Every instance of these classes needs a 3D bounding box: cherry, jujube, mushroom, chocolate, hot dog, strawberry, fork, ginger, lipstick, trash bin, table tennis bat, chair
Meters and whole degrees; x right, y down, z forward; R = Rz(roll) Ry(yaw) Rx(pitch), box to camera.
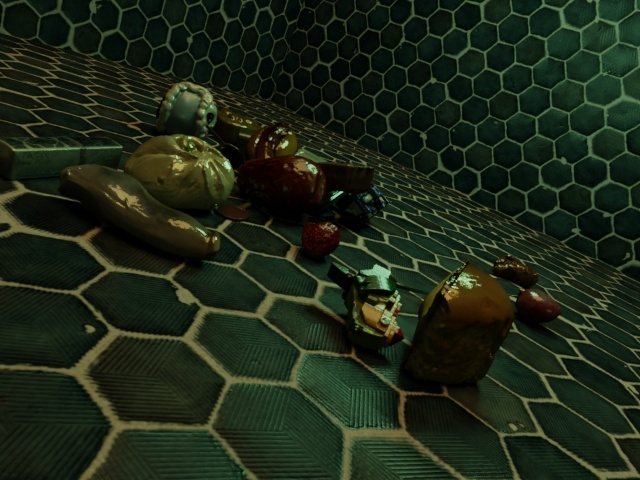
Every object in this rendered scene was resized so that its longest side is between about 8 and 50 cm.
[{"bbox_3d":[0.559,0.165,1.385,0.226,0.090,0.107,22,28,29],"label":"cherry"},{"bbox_3d":[-0.112,-0.165,1.411,0.255,0.189,0.190,17,16,20],"label":"jujube"},{"bbox_3d":[-0.353,-0.053,0.962,0.351,0.097,0.109,29,22,8],"label":"mushroom"},{"bbox_3d":[0.051,-0.193,1.501,0.214,0.093,0.148,15,18,37],"label":"chocolate"},{"bbox_3d":[-0.152,-0.303,1.620,0.194,0.107,0.326,6,39,-6],"label":"hot dog"},{"bbox_3d":[0.000,0.000,1.214,0.106,0.106,0.106,20,19,-7],"label":"strawberry"},{"bbox_3d":[0.271,0.131,1.236,0.235,0.039,0.021,16,15,-7],"label":"fork"},{"bbox_3d":[0.665,0.096,1.697,0.162,0.073,0.103,19,18,-5],"label":"ginger"},{"bbox_3d":[-0.579,-0.188,1.099,0.077,0.076,0.290,29,22,15],"label":"lipstick"},{"bbox_3d":[-0.203,-0.334,1.854,0.241,0.122,0.164,15,19,-13],"label":"trash bin"},{"bbox_3d":[-0.221,-0.080,1.300,0.087,0.013,0.156,22,20,8],"label":"table tennis bat"},{"bbox_3d":[-0.357,-0.299,1.641,0.095,0.104,0.222,-26,40,-31],"label":"chair"}]

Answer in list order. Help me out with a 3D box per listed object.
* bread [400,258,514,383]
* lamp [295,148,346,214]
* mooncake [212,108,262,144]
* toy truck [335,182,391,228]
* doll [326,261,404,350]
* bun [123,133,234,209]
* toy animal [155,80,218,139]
[{"bbox_3d":[0.266,0.148,0.921,0.163,0.204,0.262,25,22,17],"label":"bread"},{"bbox_3d":[-0.044,-0.203,1.650,0.267,0.047,0.269,31,42,21],"label":"lamp"},{"bbox_3d":[-0.352,-0.476,2.084,0.235,0.117,0.235,17,18,-6],"label":"mooncake"},{"bbox_3d":[0.146,-0.128,1.611,0.113,0.126,0.208,50,22,1],"label":"toy truck"},{"bbox_3d":[0.090,0.124,0.938,0.134,0.106,0.186,11,37,-15],"label":"doll"},{"bbox_3d":[-0.337,-0.179,1.217,0.259,0.159,0.259,18,17,-6],"label":"bun"},{"bbox_3d":[-0.475,-0.436,1.745,0.204,0.208,0.155,18,58,-20],"label":"toy animal"}]
